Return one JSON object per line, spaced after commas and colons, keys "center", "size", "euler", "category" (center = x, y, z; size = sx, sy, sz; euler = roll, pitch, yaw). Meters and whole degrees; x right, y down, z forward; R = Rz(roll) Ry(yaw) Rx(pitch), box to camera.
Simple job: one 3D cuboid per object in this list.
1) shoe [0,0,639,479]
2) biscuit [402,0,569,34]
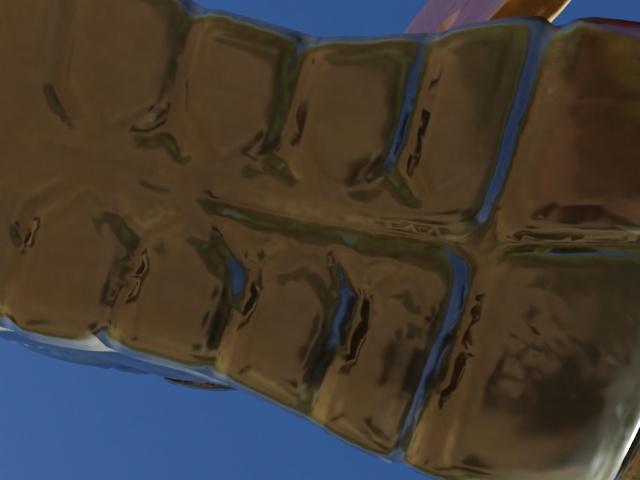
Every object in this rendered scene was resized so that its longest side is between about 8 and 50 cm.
{"center": [0.000, 0.000, 0.373], "size": [0.291, 0.137, 0.114], "euler": [11, -99, 6], "category": "shoe"}
{"center": [0.073, -0.101, 0.485], "size": [0.023, 0.118, 0.140], "euler": [36, -65, -15], "category": "biscuit"}
